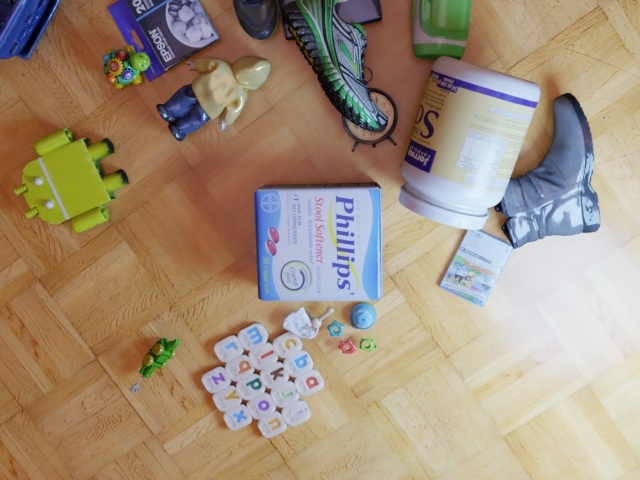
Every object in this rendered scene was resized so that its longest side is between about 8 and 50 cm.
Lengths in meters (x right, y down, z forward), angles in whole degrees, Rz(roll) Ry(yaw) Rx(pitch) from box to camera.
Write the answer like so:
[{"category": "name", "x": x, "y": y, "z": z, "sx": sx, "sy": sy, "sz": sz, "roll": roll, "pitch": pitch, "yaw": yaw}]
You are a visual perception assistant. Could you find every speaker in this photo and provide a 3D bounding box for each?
[{"category": "speaker", "x": 0.275, "y": -0.560, "z": 1.558, "sx": 0.131, "sy": 0.131, "sz": 0.297, "roll": 4, "pitch": 99, "yaw": 3}]

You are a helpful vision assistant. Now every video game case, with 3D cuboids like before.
[{"category": "video game case", "x": 0.379, "y": 0.063, "z": 1.698, "sx": 0.119, "sy": 0.015, "sz": 0.166, "roll": 25, "pitch": 99, "yaw": -1}]

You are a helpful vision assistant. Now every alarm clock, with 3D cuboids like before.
[{"category": "alarm clock", "x": 0.113, "y": -0.310, "z": 1.636, "sx": 0.129, "sy": 0.064, "sz": 0.192, "roll": -7, "pitch": 100, "yaw": 5}]

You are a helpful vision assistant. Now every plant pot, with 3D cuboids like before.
[{"category": "plant pot", "x": -0.736, "y": -0.556, "z": 1.584, "sx": 0.235, "sy": 0.212, "sz": 0.236, "roll": 32, "pitch": 98, "yaw": -1}]

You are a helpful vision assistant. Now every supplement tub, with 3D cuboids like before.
[{"category": "supplement tub", "x": 0.317, "y": -0.214, "z": 1.537, "sx": 0.240, "sy": 0.241, "sz": 0.332, "roll": 17, "pitch": 107, "yaw": 1}]

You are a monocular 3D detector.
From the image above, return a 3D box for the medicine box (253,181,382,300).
[{"category": "medicine box", "x": 0.000, "y": 0.000, "z": 1.648, "sx": 0.289, "sy": 0.149, "sz": 0.264, "roll": -1, "pitch": 98, "yaw": 5}]

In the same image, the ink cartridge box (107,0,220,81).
[{"category": "ink cartridge box", "x": -0.377, "y": -0.516, "z": 1.650, "sx": 0.208, "sy": 0.045, "sz": 0.206, "roll": -29, "pitch": 95, "yaw": 9}]

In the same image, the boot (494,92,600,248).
[{"category": "boot", "x": 0.507, "y": -0.156, "z": 1.608, "sx": 0.222, "sy": 0.118, "sz": 0.339, "roll": -10, "pitch": 95, "yaw": 7}]

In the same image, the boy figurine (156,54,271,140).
[{"category": "boy figurine", "x": -0.247, "y": -0.356, "z": 1.642, "sx": 0.285, "sy": 0.092, "sz": 0.177, "roll": -33, "pitch": 95, "yaw": 7}]

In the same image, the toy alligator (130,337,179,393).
[{"category": "toy alligator", "x": -0.429, "y": 0.306, "z": 1.774, "sx": 0.190, "sy": 0.056, "sz": 0.051, "roll": -47, "pitch": 51, "yaw": 10}]

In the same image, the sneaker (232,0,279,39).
[{"category": "sneaker", "x": -0.168, "y": -0.607, "z": 1.582, "sx": 0.111, "sy": 0.121, "sz": 0.300, "roll": -13, "pitch": 97, "yaw": 6}]

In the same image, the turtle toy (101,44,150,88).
[{"category": "turtle toy", "x": -0.462, "y": -0.414, "z": 1.653, "sx": 0.130, "sy": 0.066, "sz": 0.095, "roll": -10, "pitch": 100, "yaw": 13}]

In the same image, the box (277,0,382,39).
[{"category": "box", "x": 0.014, "y": -0.577, "z": 1.606, "sx": 0.232, "sy": 0.059, "sz": 0.184, "roll": -10, "pitch": 99, "yaw": 5}]

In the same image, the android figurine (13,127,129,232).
[{"category": "android figurine", "x": -0.619, "y": -0.143, "z": 1.718, "sx": 0.272, "sy": 0.056, "sz": 0.248, "roll": -21, "pitch": 97, "yaw": 5}]

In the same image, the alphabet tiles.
[{"category": "alphabet tiles", "x": -0.147, "y": 0.356, "z": 1.774, "sx": 0.277, "sy": 0.021, "sz": 0.284, "roll": -28, "pitch": 95, "yaw": 8}]

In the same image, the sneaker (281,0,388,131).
[{"category": "sneaker", "x": 0.058, "y": -0.396, "z": 1.537, "sx": 0.146, "sy": 0.134, "sz": 0.344, "roll": -31, "pitch": 97, "yaw": -2}]

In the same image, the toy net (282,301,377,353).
[{"category": "toy net", "x": 0.024, "y": 0.218, "z": 1.733, "sx": 0.232, "sy": 0.045, "sz": 0.122, "roll": -1, "pitch": 100, "yaw": 6}]
